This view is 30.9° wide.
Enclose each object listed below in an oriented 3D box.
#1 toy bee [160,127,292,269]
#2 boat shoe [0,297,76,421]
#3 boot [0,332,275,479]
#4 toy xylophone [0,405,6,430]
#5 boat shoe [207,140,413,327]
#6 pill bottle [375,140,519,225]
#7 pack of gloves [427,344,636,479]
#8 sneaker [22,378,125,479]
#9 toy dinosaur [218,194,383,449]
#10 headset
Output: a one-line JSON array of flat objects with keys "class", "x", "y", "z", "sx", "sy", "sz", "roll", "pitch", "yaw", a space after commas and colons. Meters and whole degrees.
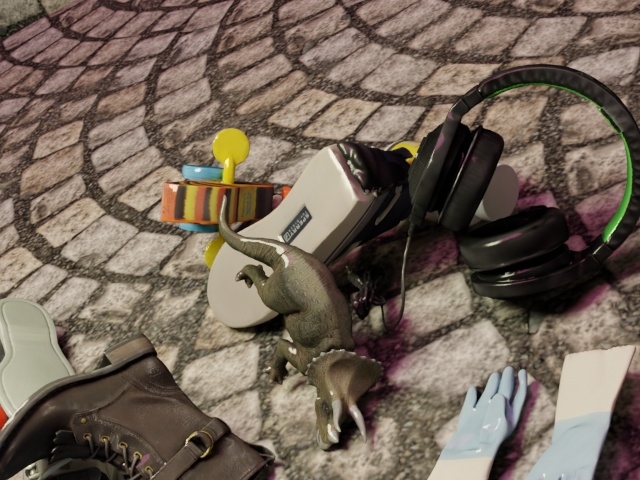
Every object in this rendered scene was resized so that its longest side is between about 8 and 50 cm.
[{"class": "toy bee", "x": -0.124, "y": -0.070, "z": 1.684, "sx": 0.162, "sy": 0.195, "sz": 0.298, "roll": 5, "pitch": 27, "yaw": 5}, {"class": "boat shoe", "x": -0.403, "y": 0.192, "z": 1.591, "sx": 0.114, "sy": 0.091, "sz": 0.302, "roll": 12, "pitch": 24, "yaw": -20}, {"class": "boot", "x": -0.203, "y": 0.239, "z": 1.254, "sx": 0.263, "sy": 0.091, "sz": 0.229, "roll": -35, "pitch": 75, "yaw": -32}, {"class": "toy xylophone", "x": -0.437, "y": 0.289, "z": 1.249, "sx": 0.081, "sy": 0.236, "sz": 0.322, "roll": -43, "pitch": 53, "yaw": 47}, {"class": "boat shoe", "x": 0.000, "y": 0.000, "z": 1.508, "sx": 0.158, "sy": 0.127, "sz": 0.340, "roll": -5, "pitch": -28, "yaw": -46}, {"class": "pill bottle", "x": 0.165, "y": -0.073, "z": 1.518, "sx": 0.184, "sy": 0.103, "sz": 0.103, "roll": 13, "pitch": 50, "yaw": 46}, {"class": "pack of gloves", "x": 0.208, "y": 0.211, "z": 1.159, "sx": 0.195, "sy": 0.046, "sz": 0.232, "roll": -16, "pitch": 29, "yaw": 40}, {"class": "sneaker", "x": -0.293, "y": 0.290, "z": 1.315, "sx": 0.122, "sy": 0.146, "sz": 0.330, "roll": -24, "pitch": 33, "yaw": 4}, {"class": "toy dinosaur", "x": -0.015, "y": 0.080, "z": 1.346, "sx": 0.121, "sy": 0.313, "sz": 0.160, "roll": -17, "pitch": -2, "yaw": -34}, {"class": "headset", "x": 0.193, "y": -0.036, "z": 1.357, "sx": 0.394, "sy": 0.243, "sz": 0.185, "roll": -39, "pitch": 4, "yaw": 16}]
